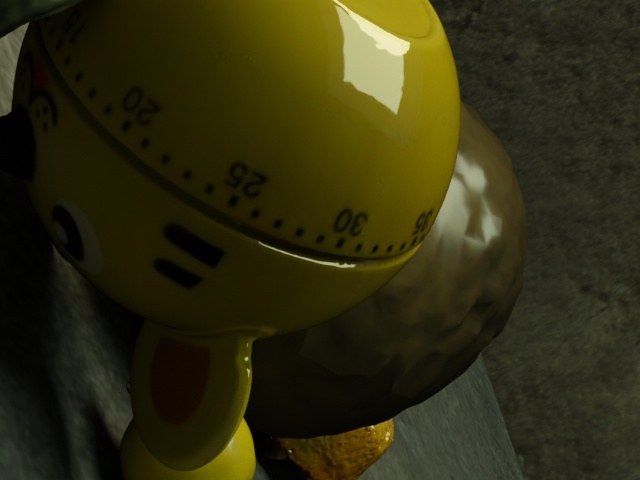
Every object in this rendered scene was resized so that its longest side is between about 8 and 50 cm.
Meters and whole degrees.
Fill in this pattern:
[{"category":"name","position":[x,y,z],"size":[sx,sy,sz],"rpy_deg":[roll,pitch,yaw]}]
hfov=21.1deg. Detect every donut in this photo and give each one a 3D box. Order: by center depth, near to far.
[{"category":"donut","position":[-0.021,0.156,1.887],"size":[0.253,0.118,0.253],"rpy_deg":[50,9,-11]}]

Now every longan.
[{"category":"longan","position":[0.000,0.000,1.640],"size":[0.391,0.391,0.391],"rpy_deg":[-23,90,-79]}]

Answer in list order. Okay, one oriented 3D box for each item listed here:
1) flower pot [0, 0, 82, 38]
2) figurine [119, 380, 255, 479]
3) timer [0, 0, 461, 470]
[{"category":"flower pot","position":[-0.274,-0.274,1.136],"size":[0.213,0.301,0.302],"rpy_deg":[77,0,-47]},{"category":"figurine","position":[-0.092,0.217,1.423],"size":[0.234,0.127,0.185],"rpy_deg":[55,-4,12]},{"category":"timer","position":[-0.087,-0.062,1.307],"size":[0.376,0.387,0.376],"rpy_deg":[29,27,-16]}]
